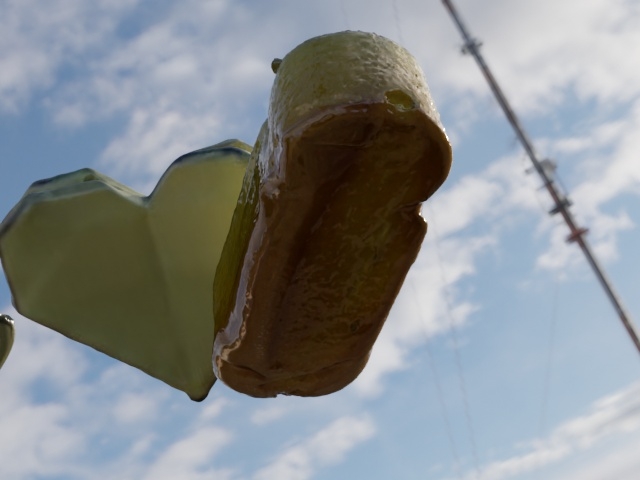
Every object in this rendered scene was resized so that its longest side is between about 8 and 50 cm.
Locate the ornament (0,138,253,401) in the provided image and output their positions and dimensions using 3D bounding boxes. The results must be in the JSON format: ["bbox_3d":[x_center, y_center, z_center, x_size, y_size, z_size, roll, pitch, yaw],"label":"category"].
[{"bbox_3d":[-0.107,0.031,0.810,0.201,0.180,0.059,-13,18,-1],"label":"ornament"}]

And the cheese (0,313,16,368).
[{"bbox_3d":[-0.375,0.147,1.147,0.097,0.192,0.037,26,-2,-19],"label":"cheese"}]

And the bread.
[{"bbox_3d":[0.000,0.000,0.676,0.102,0.094,0.245,8,-48,-15],"label":"bread"}]
